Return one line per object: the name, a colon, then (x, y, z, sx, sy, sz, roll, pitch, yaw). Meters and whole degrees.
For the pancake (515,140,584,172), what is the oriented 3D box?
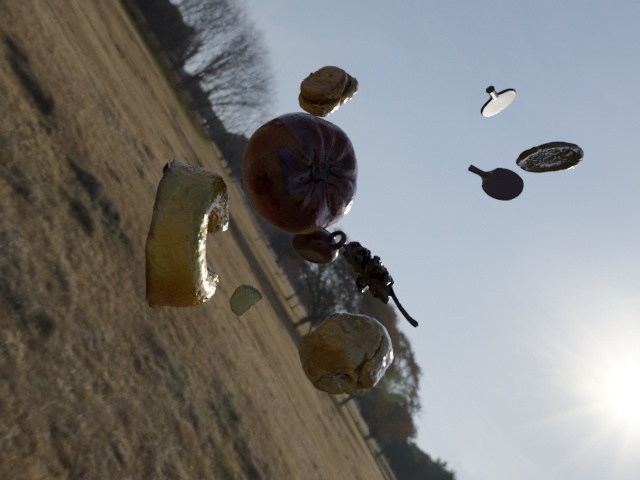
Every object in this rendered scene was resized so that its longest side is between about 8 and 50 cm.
pancake: (0.862, -0.311, 2.300, 0.250, 0.249, 0.031, 71, 18, -71)

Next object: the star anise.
star anise: (0.129, 0.097, 1.391, 0.234, 0.073, 0.177, 60, -13, -2)

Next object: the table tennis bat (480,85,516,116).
table tennis bat: (0.658, -0.527, 2.272, 0.236, 0.150, 0.027, 13, 46, -62)

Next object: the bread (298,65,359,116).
bread: (0.025, -0.582, 2.356, 0.198, 0.236, 0.120, 34, -24, 40)

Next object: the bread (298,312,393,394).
bread: (0.058, 0.283, 1.467, 0.244, 0.244, 0.134, 65, 21, -47)

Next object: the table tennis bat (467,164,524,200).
table tennis bat: (0.634, -0.219, 2.213, 0.220, 0.130, 0.019, 34, -15, 31)

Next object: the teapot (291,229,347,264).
teapot: (0.000, 0.000, 2.222, 0.252, 0.135, 0.178, -10, -34, 43)

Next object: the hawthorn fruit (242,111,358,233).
hawthorn fruit: (-0.085, -0.210, 2.018, 0.403, 0.402, 0.403, 61, -4, 6)

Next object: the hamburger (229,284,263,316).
hamburger: (-0.260, 0.196, 2.072, 0.084, 0.121, 0.054, 52, 16, 1)

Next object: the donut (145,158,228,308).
donut: (-0.374, -0.015, 1.749, 0.378, 0.163, 0.436, 93, 6, -74)
